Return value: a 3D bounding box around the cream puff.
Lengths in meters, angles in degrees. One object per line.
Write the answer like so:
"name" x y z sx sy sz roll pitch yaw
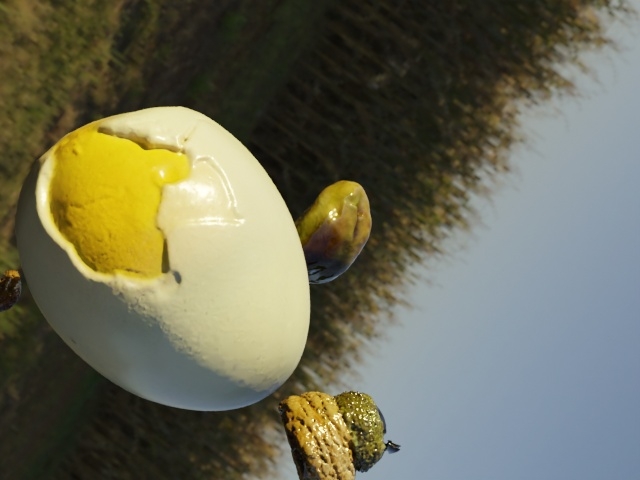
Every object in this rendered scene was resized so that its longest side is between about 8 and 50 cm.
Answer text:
"cream puff" 0.035 0.319 1.764 0.169 0.183 0.183 -17 174 -7

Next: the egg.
"egg" -0.157 0.027 1.180 0.283 0.345 0.283 -34 -176 3

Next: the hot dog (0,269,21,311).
"hot dog" -0.387 0.061 1.334 0.058 0.035 0.083 -24 -164 -11

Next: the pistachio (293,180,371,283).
"pistachio" 0.001 0.003 1.550 0.189 0.110 0.100 -42 -155 9
